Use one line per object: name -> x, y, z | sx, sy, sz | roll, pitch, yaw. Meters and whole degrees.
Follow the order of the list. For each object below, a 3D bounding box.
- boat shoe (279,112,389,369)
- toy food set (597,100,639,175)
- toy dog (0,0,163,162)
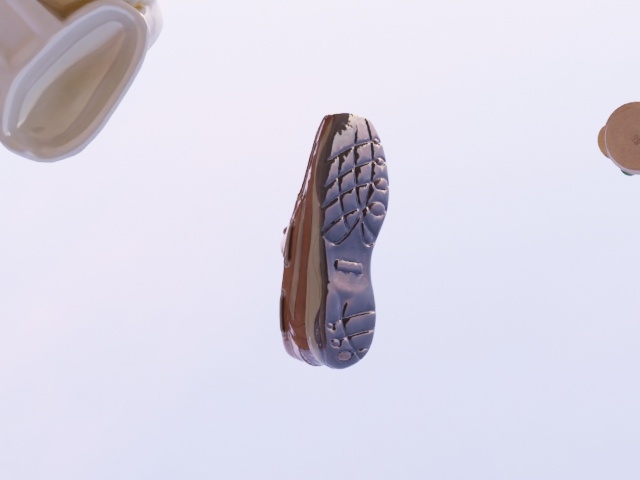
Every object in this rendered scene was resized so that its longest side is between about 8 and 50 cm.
boat shoe -> 0.000, 0.000, 2.474 | 0.120, 0.122, 0.324 | -6, -107, 46
toy food set -> 0.344, -0.109, 2.123 | 0.083, 0.082, 0.020 | -55, 164, 25
toy dog -> -0.265, -0.306, 1.837 | 0.395, 0.284, 0.408 | -52, -164, 3
